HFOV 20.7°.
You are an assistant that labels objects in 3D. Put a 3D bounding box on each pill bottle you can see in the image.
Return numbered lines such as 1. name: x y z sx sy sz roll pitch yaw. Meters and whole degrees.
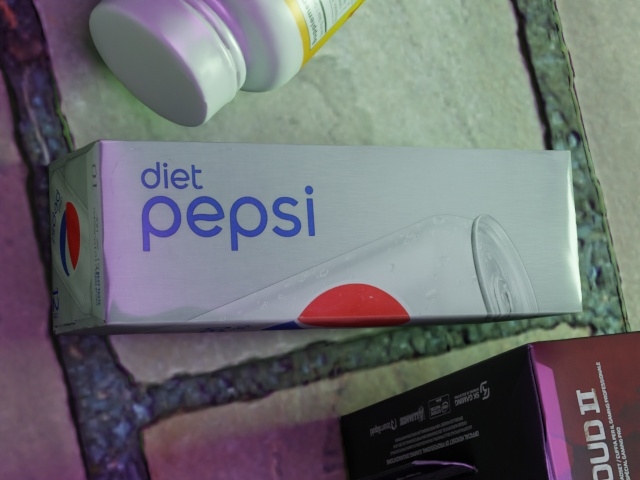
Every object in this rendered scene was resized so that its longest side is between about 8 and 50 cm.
1. pill bottle: -0.025 -0.163 0.953 0.117 0.117 0.215 48 67 -13

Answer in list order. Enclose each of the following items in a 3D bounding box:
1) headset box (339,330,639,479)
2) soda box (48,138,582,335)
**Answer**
1. headset box: 0.164 0.117 0.948 0.293 0.218 0.110 -4 77 -25
2. soda box: 0.000 0.000 0.959 0.286 0.091 0.098 0 84 -26
